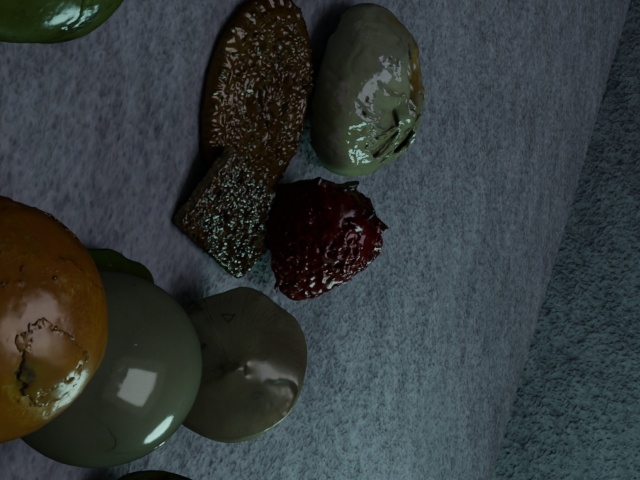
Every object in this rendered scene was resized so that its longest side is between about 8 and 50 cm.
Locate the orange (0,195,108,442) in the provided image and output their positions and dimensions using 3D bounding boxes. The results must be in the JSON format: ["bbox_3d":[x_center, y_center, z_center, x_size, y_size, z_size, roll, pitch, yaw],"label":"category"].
[{"bbox_3d":[-0.323,0.075,1.429,0.246,0.246,0.246,-44,141,-52],"label":"orange"}]

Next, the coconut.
[{"bbox_3d":[-0.116,0.164,2.025,0.224,0.224,0.224,-44,141,-52],"label":"coconut"}]

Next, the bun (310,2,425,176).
[{"bbox_3d":[0.087,-0.225,2.333,0.287,0.146,0.287,13,90,-75],"label":"bun"}]

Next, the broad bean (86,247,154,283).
[{"bbox_3d":[-0.257,0.042,1.816,0.254,0.046,0.065,19,91,-66],"label":"broad bean"}]

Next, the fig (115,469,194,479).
[{"bbox_3d":[-0.204,0.408,1.984,0.275,0.206,0.206,103,8,-69],"label":"fig"}]

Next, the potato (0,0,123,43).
[{"bbox_3d":[-0.282,-0.290,1.382,0.304,0.216,0.215,25,79,-70],"label":"potato"}]

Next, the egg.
[{"bbox_3d":[-0.245,0.142,1.679,0.269,0.219,0.219,-6,108,-59],"label":"egg"}]

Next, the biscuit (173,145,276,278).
[{"bbox_3d":[-0.115,-0.032,2.084,0.131,0.026,0.237,-52,152,-5],"label":"biscuit"}]

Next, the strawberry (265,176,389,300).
[{"bbox_3d":[0.000,0.000,2.240,0.184,0.187,0.201,22,98,-33],"label":"strawberry"}]

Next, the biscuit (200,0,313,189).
[{"bbox_3d":[-0.080,-0.196,2.111,0.305,0.038,0.305,-44,141,-52],"label":"biscuit"}]
